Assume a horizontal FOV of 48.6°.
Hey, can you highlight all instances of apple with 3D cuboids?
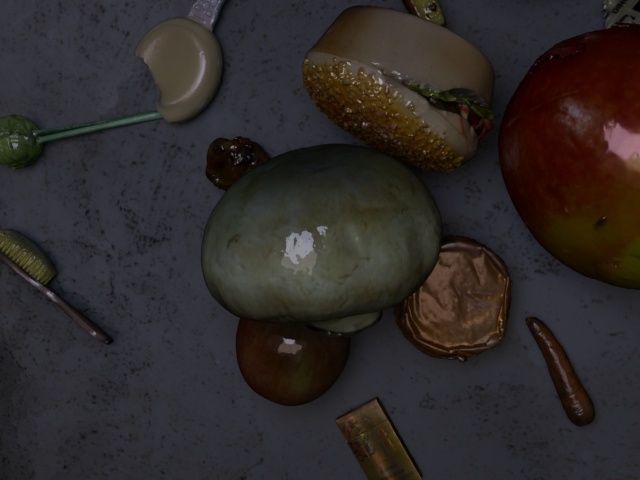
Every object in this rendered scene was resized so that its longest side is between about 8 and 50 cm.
[{"bbox_3d":[-0.048,0.171,1.154,0.188,0.188,0.174,23,114,10],"label":"apple"}]

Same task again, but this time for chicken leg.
[{"bbox_3d":[-0.106,-0.068,1.211,0.107,0.087,0.252,-25,95,31],"label":"chicken leg"}]

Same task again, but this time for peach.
[{"bbox_3d":[0.422,-0.123,0.957,0.369,0.370,0.370,1,94,13],"label":"peach"}]

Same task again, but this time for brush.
[{"bbox_3d":[-0.495,0.079,1.315,0.312,0.072,0.067,38,87,7],"label":"brush"}]

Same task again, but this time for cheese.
[{"bbox_3d":[-0.209,-0.328,1.214,0.249,0.071,0.163,-41,85,12],"label":"cheese"}]

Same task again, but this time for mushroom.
[{"bbox_3d":[0.000,0.000,1.030,0.351,0.352,0.261,-5,117,13],"label":"mushroom"}]

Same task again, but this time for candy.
[{"bbox_3d":[-0.442,-0.199,1.282,0.335,0.092,0.093,-8,56,6],"label":"candy"}]

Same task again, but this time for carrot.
[{"bbox_3d":[0.383,0.205,1.133,0.047,0.047,0.191,-25,88,13],"label":"carrot"}]

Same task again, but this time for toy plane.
[{"bbox_3d":[0.505,-0.385,1.047,0.108,0.092,0.286,44,105,32],"label":"toy plane"}]

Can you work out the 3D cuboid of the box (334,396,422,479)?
[{"bbox_3d":[0.100,0.356,1.219,0.089,0.022,0.156,-29,88,13],"label":"box"}]

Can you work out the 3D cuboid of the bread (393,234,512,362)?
[{"bbox_3d":[0.209,0.086,1.135,0.199,0.104,0.199,1,96,8],"label":"bread"}]

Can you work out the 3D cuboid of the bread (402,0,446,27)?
[{"bbox_3d":[0.134,-0.424,1.121,0.049,0.088,0.226,-26,89,10],"label":"bread"}]

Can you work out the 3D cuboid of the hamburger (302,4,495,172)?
[{"bbox_3d":[0.112,-0.213,1.042,0.301,0.302,0.170,23,88,10],"label":"hamburger"}]
